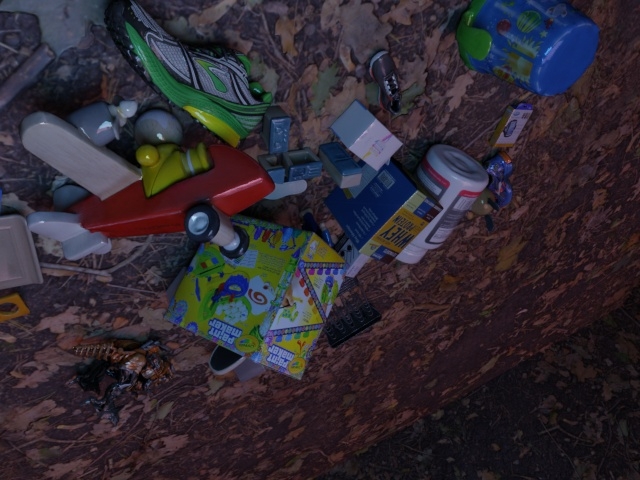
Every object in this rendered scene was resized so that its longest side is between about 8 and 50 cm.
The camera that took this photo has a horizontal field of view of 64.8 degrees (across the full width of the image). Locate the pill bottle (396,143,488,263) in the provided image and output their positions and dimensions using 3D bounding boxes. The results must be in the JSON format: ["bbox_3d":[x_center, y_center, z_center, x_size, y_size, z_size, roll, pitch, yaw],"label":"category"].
[{"bbox_3d":[0.299,-0.089,1.385,0.176,0.176,0.318,-1,136,-35],"label":"pill bottle"}]

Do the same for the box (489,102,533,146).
[{"bbox_3d":[0.543,-0.330,1.432,0.081,0.028,0.136,-6,132,-31],"label":"box"}]

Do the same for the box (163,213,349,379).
[{"bbox_3d":[-0.141,0.111,1.115,0.177,0.290,0.279,42,68,-51],"label":"box"}]

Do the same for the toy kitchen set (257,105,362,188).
[{"bbox_3d":[-0.016,-0.201,1.088,0.207,0.122,0.166,-14,138,-24],"label":"toy kitchen set"}]

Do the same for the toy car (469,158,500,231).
[{"bbox_3d":[0.440,-0.113,1.456,0.149,0.188,0.155,-22,140,-16],"label":"toy car"}]

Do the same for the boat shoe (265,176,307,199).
[{"bbox_3d":[-0.095,-0.127,1.180,0.125,0.038,0.046,-15,119,-25],"label":"boat shoe"}]

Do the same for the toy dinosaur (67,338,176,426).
[{"bbox_3d":[-0.518,0.328,1.312,0.218,0.164,0.322,-47,124,-7],"label":"toy dinosaur"}]

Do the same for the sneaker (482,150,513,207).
[{"bbox_3d":[0.537,-0.181,1.558,0.087,0.083,0.221,-20,136,4],"label":"sneaker"}]

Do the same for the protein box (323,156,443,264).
[{"bbox_3d":[0.153,-0.089,1.266,0.201,0.200,0.136,-48,140,18],"label":"protein box"}]

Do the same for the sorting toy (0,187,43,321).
[{"bbox_3d":[-0.642,0.026,0.946,0.196,0.047,0.347,-8,135,-23],"label":"sorting toy"}]

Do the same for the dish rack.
[{"bbox_3d":[0.076,0.230,1.655,0.208,0.074,0.271,-32,142,-3],"label":"dish rack"}]

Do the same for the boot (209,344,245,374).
[{"bbox_3d":[-0.209,0.315,1.493,0.244,0.088,0.176,-43,155,-15],"label":"boot"}]

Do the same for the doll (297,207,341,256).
[{"bbox_3d":[0.000,0.000,1.260,0.046,0.189,0.129,-14,138,-24],"label":"doll"}]

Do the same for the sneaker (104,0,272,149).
[{"bbox_3d":[-0.214,-0.296,0.862,0.146,0.134,0.343,-48,149,7],"label":"sneaker"}]

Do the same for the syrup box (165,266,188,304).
[{"bbox_3d":[-0.266,0.152,1.307,0.237,0.096,0.093,19,118,-45],"label":"syrup box"}]

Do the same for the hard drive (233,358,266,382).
[{"bbox_3d":[-0.239,0.414,1.665,0.094,0.022,0.135,-25,141,-11],"label":"hard drive"}]

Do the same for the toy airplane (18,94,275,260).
[{"bbox_3d":[-0.318,-0.103,0.909,0.384,0.272,0.386,8,163,-28],"label":"toy airplane"}]

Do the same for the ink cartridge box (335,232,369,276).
[{"bbox_3d":[0.115,-0.004,1.413,0.046,0.097,0.207,13,122,-43],"label":"ink cartridge box"}]

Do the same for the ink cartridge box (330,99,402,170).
[{"bbox_3d":[0.112,-0.238,1.167,0.090,0.092,0.143,-46,141,15],"label":"ink cartridge box"}]

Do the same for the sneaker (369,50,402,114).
[{"bbox_3d":[0.156,-0.342,1.107,0.061,0.065,0.158,-32,142,-2],"label":"sneaker"}]

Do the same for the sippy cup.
[{"bbox_3d":[0.462,-0.436,1.100,0.305,0.224,0.240,-35,142,2],"label":"sippy cup"}]
